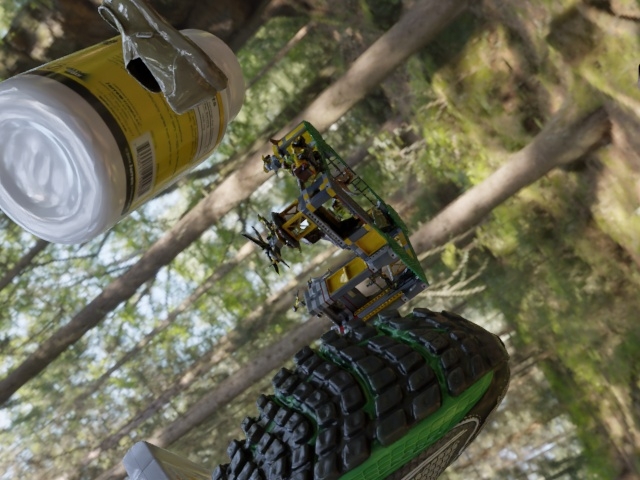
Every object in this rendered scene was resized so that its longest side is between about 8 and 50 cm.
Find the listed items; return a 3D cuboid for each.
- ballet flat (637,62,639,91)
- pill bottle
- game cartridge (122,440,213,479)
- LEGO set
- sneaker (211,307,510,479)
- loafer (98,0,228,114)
[{"bbox_3d":[0.097,-0.075,0.160,0.079,0.077,0.221,33,-138,-1],"label":"ballet flat"},{"bbox_3d":[-0.230,-0.146,0.934,0.188,0.188,0.334,49,-144,-5],"label":"pill bottle"},{"bbox_3d":[-0.151,0.398,1.093,0.297,0.062,0.198,35,168,38],"label":"game cartridge"},{"bbox_3d":[0.000,0.000,1.192,0.331,0.192,0.255,39,-160,-41],"label":"LEGO set"},{"bbox_3d":[0.001,0.186,0.534,0.146,0.343,0.134,39,-168,-24],"label":"sneaker"},{"bbox_3d":[-0.132,-0.147,0.597,0.148,0.050,0.056,41,176,33],"label":"loafer"}]
